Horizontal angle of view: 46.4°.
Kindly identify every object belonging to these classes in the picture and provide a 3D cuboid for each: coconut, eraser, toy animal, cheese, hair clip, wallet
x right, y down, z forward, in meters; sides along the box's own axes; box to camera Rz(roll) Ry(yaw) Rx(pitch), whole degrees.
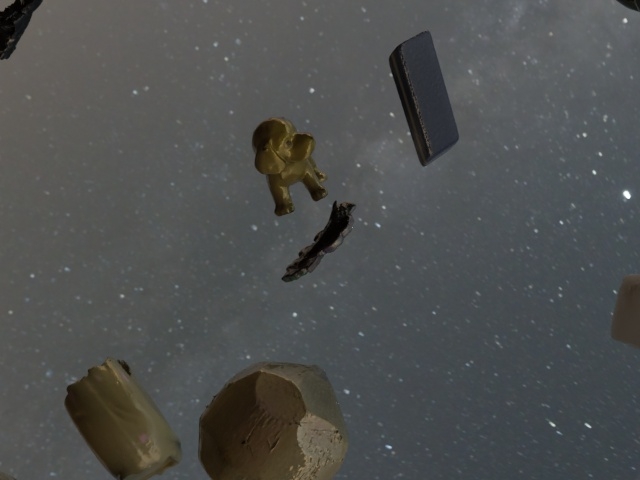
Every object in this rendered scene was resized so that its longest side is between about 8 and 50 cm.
[{"bbox_3d":[-0.044,0.213,0.838,0.162,0.161,0.161,-49,-132,-1],"label":"coconut"},{"bbox_3d":[0.179,-0.238,1.269,0.082,0.225,0.036,-34,-153,-26],"label":"eraser"},{"bbox_3d":[-0.056,-0.143,1.382,0.121,0.233,0.168,-23,-86,3],"label":"toy animal"},{"bbox_3d":[-0.353,0.323,1.340,0.127,0.266,0.233,-33,-107,-15],"label":"cheese"},{"bbox_3d":[-0.002,-0.001,1.332,0.195,0.052,0.124,-49,-169,-22],"label":"hair clip"},{"bbox_3d":[0.388,0.085,0.868,0.033,0.190,0.095,14,-93,1],"label":"wallet"}]

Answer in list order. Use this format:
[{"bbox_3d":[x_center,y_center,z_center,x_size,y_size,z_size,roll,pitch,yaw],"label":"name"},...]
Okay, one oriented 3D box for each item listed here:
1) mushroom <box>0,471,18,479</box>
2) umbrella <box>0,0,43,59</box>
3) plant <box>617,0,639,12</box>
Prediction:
[{"bbox_3d":[-0.353,0.260,0.609,0.244,0.243,0.243,-17,-121,31],"label":"mushroom"},{"bbox_3d":[-0.624,-0.481,1.551,0.224,0.071,0.080,-47,-128,16],"label":"umbrella"},{"bbox_3d":[0.431,-0.236,0.836,0.146,0.149,0.274,-29,-87,43],"label":"plant"}]
